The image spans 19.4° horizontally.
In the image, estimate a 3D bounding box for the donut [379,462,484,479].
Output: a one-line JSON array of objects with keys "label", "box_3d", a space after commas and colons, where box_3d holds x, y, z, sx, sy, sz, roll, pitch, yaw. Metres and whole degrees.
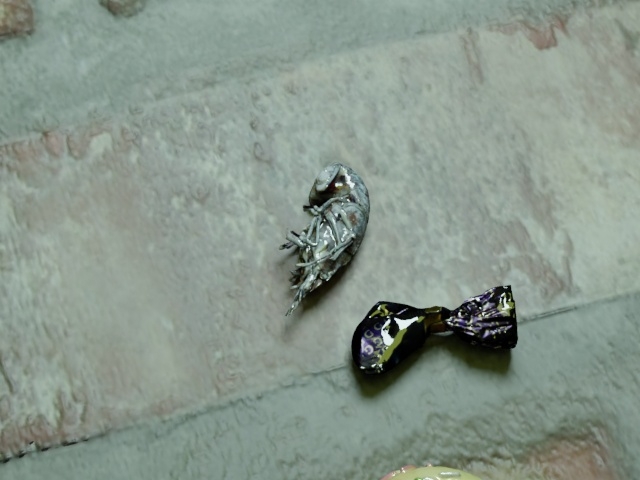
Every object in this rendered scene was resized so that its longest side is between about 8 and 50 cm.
[{"label": "donut", "box_3d": [0.095, 0.232, 1.540, 0.166, 0.065, 0.108, 5, 61, -2]}]

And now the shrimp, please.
[{"label": "shrimp", "box_3d": [0.000, 0.000, 1.665, 0.065, 0.056, 0.165, 34, 53, -4]}]

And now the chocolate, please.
[{"label": "chocolate", "box_3d": [0.099, 0.074, 1.630, 0.147, 0.070, 0.072, -6, 35, -8]}]
